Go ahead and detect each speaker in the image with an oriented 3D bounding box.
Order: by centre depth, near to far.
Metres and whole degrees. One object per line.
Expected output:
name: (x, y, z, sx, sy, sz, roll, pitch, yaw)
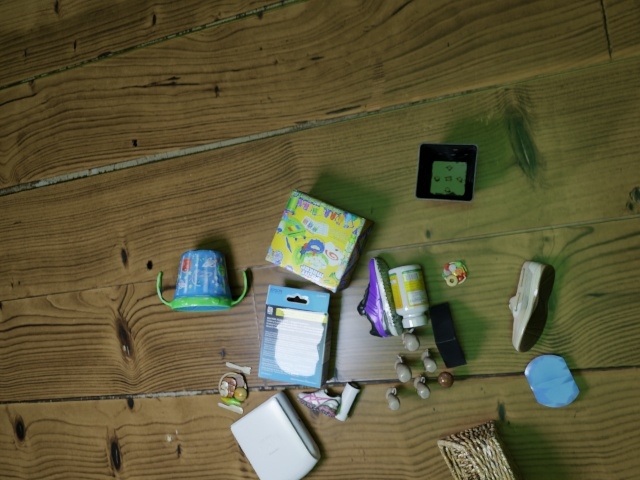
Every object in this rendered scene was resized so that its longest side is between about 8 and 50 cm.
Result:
speaker: (0.097, 0.596, 1.823, 0.055, 0.055, 0.136, 25, 96, 16)

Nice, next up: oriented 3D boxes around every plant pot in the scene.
plant pot: (0.430, -0.221, 1.675, 0.187, 0.167, 0.188, 5, 90, 16)

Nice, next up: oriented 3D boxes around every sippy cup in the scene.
sippy cup: (-0.460, 0.157, 1.926, 0.240, 0.305, 0.224, -14, 72, 45)

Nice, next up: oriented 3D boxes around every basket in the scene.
basket: (0.534, 0.785, 1.602, 0.222, 0.213, 0.299, -27, 81, 14)

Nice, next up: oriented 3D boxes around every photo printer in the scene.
photo printer: (-0.165, 0.771, 1.874, 0.256, 0.107, 0.308, -37, 79, 13)

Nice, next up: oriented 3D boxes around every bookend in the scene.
bookend: (0.440, 0.330, 1.702, 0.072, 0.156, 0.157, -18, 128, 16)

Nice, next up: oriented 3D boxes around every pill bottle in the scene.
pill bottle: (0.314, 0.195, 1.722, 0.117, 0.117, 0.209, -13, 80, 17)

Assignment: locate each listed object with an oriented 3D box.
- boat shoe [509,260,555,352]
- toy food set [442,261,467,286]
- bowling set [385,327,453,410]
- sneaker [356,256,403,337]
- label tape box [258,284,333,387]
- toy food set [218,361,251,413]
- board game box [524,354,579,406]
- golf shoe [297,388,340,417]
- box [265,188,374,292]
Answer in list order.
boat shoe: (0.685, 0.217, 1.632, 0.098, 0.109, 0.303, 18, 96, 56)
toy food set: (0.472, 0.115, 1.732, 0.083, 0.020, 0.083, -28, 81, 15)
bowling set: (0.349, 0.469, 1.721, 0.199, 0.154, 0.287, 19, 93, -2)
sneaker: (0.192, 0.210, 1.778, 0.146, 0.102, 0.294, -17, 79, 30)
label tape box: (-0.086, 0.354, 1.856, 0.249, 0.115, 0.348, 6, 88, 17)
toy food set: (-0.352, 0.592, 1.970, 0.132, 0.038, 0.192, 11, 92, 17)
board game box: (0.764, 0.464, 1.632, 0.133, 0.033, 0.169, -27, 77, 20)
golf shoe: (-0.004, 0.599, 1.846, 0.186, 0.067, 0.086, 5, 54, 37)
box: (0.000, 0.000, 1.799, 0.289, 0.177, 0.279, 25, 96, 15)
